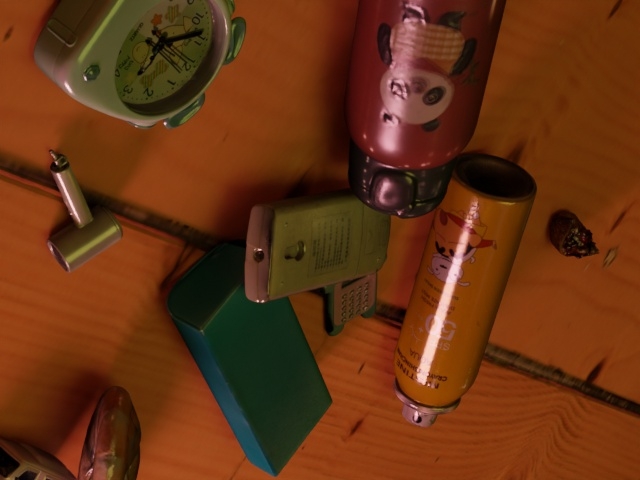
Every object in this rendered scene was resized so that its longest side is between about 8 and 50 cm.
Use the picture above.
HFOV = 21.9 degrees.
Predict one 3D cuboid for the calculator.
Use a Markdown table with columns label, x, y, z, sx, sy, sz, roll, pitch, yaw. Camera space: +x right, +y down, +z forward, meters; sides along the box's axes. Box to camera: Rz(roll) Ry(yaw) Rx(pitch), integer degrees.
| label | x | y | z | sx | sy | sz | roll | pitch | yaw |
| --- | --- | --- | --- | --- | --- | --- | --- | --- | --- |
| calculator | 0.036 | 0.045 | 1.837 | 0.094 | 0.019 | 0.141 | -27 | 139 | -26 |

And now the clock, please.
| label | x | y | z | sx | sy | sz | roll | pitch | yaw |
| --- | --- | --- | --- | --- | --- | --- | --- | --- | --- |
| clock | -0.144 | -0.168 | 1.404 | 0.148 | 0.060 | 0.188 | -54 | 146 | 3 |

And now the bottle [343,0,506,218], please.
| label | x | y | z | sx | sy | sz | roll | pitch | yaw |
| --- | --- | --- | --- | --- | --- | --- | --- | --- | --- |
| bottle | 0.100 | -0.174 | 1.602 | 0.144 | 0.144 | 0.336 | -24 | 138 | -33 |

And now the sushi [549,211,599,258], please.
| label | x | y | z | sx | sy | sz | roll | pitch | yaw |
| --- | --- | --- | --- | --- | --- | --- | --- | --- | --- |
| sushi | 0.320 | -0.003 | 2.086 | 0.050 | 0.047 | 0.099 | -54 | 144 | 9 |

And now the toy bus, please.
| label | x | y | z | sx | sy | sz | roll | pitch | yaw |
| --- | --- | --- | --- | --- | --- | --- | --- | --- | --- |
| toy bus | -0.293 | 0.237 | 1.608 | 0.075 | 0.060 | 0.123 | -54 | 147 | -3 |

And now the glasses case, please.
| label | x | y | z | sx | sy | sz | roll | pitch | yaw |
| --- | --- | --- | --- | --- | --- | --- | --- | --- | --- |
| glasses case | -0.073 | 0.124 | 1.749 | 0.117 | 0.070 | 0.301 | -50 | 145 | -22 |

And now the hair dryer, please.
| label | x | y | z | sx | sy | sz | roll | pitch | yaw |
| --- | --- | --- | --- | --- | --- | --- | --- | --- | --- |
| hair dryer | -0.222 | -0.031 | 1.467 | 0.063 | 0.038 | 0.124 | -36 | 137 | -20 |

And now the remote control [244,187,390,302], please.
| label | x | y | z | sx | sy | sz | roll | pitch | yaw |
| --- | --- | --- | --- | --- | --- | --- | --- | --- | --- |
| remote control | 0.000 | 0.000 | 1.687 | 0.233 | 0.038 | 0.098 | -13 | 110 | -58 |

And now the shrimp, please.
| label | x | y | z | sx | sy | sz | roll | pitch | yaw |
| --- | --- | --- | --- | --- | --- | --- | --- | --- | --- |
| shrimp | -0.214 | 0.261 | 1.656 | 0.059 | 0.145 | 0.254 | 8 | 123 | -12 |

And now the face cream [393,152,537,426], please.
| label | x | y | z | sx | sy | sz | roll | pitch | yaw |
| --- | --- | --- | --- | --- | --- | --- | --- | --- | --- |
| face cream | 0.156 | 0.072 | 1.921 | 0.105 | 0.105 | 0.348 | -17 | 133 | -39 |
